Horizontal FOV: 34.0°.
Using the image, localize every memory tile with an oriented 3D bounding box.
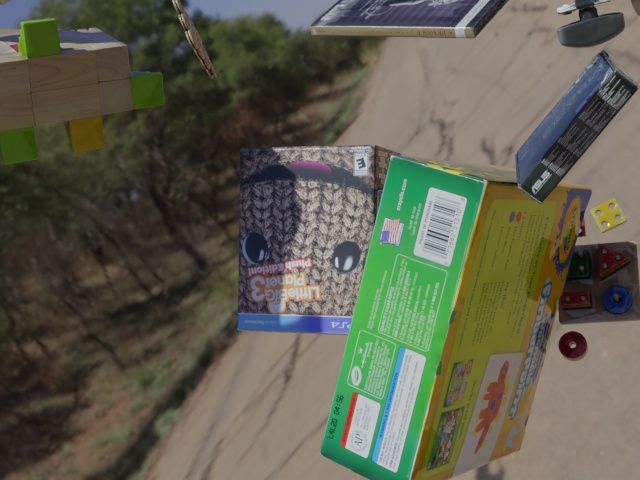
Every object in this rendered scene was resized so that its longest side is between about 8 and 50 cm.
[{"bbox_3d":[-0.229,-0.367,1.906,0.012,0.113,0.148,-23,-21,2],"label":"memory tile"}]

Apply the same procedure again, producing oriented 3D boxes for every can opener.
[{"bbox_3d":[0.500,-0.371,1.604,0.280,0.093,0.074,-14,13,22],"label":"can opener"}]

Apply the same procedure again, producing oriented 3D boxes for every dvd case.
[{"bbox_3d":[0.120,-0.287,1.258,0.221,0.018,0.164,8,41,34],"label":"dvd case"}]

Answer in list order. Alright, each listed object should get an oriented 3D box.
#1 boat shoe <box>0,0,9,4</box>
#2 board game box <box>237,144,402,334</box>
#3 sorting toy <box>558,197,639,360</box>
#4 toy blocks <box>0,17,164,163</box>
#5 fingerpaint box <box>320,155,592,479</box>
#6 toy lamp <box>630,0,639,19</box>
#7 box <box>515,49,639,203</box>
[{"bbox_3d":[-0.517,-0.402,1.435,0.068,0.228,0.081,-36,42,-6],"label":"boat shoe"},{"bbox_3d":[0.000,0.000,1.670,0.232,0.291,0.141,0,-1,21],"label":"board game box"},{"bbox_3d":[0.452,0.057,1.714,0.046,0.132,0.275,42,-133,-63],"label":"sorting toy"},{"bbox_3d":[-0.458,-0.245,1.536,0.381,0.191,0.261,-13,26,-26],"label":"toy blocks"},{"bbox_3d":[0.207,0.111,1.553,0.371,0.163,0.445,-2,-72,-54],"label":"fingerpaint box"},{"bbox_3d":[0.344,-0.212,1.062,0.080,0.275,0.080,-25,42,24],"label":"toy lamp"},{"bbox_3d":[0.330,-0.153,1.371,0.191,0.045,0.184,-52,1,21],"label":"box"}]
